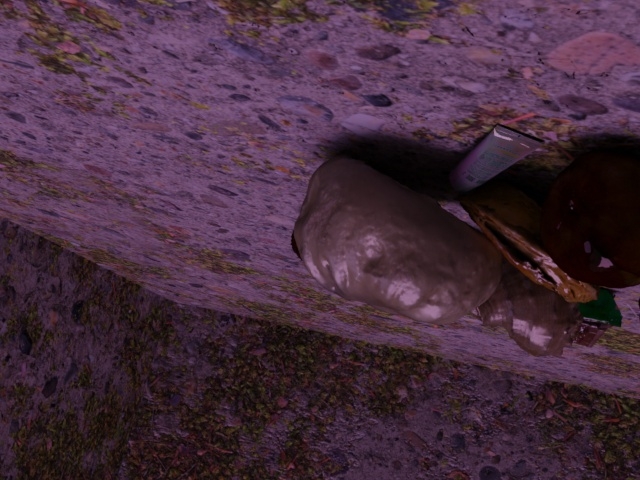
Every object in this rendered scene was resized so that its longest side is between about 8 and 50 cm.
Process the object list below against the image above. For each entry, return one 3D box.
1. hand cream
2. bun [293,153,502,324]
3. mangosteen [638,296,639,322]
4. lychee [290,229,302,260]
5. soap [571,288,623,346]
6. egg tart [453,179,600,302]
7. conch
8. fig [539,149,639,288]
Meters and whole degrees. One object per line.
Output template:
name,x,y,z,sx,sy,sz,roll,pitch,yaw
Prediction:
hand cream,0.250,-0.120,1.262,0.076,0.047,0.174,18,158,-13
bun,0.113,0.017,1.425,0.360,0.211,0.360,29,-178,-1
mangosteen,0.693,0.143,1.707,0.140,0.140,0.140,14,167,3
lychee,0.003,0.000,1.863,0.129,0.123,0.123,-20,153,20
soap,0.570,0.173,1.985,0.218,0.098,0.273,11,166,14
egg tart,0.349,-0.016,1.371,0.297,0.132,0.297,33,-171,-6
conch,0.382,0.096,1.716,0.324,0.186,0.263,33,179,-17
fig,0.449,-0.009,1.167,0.290,0.190,0.190,19,167,-1
